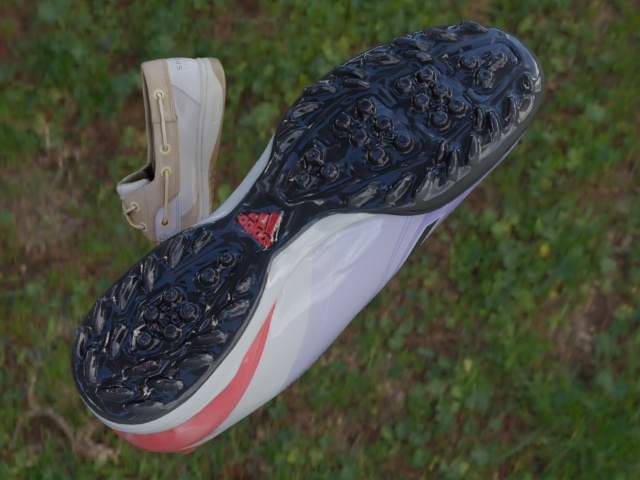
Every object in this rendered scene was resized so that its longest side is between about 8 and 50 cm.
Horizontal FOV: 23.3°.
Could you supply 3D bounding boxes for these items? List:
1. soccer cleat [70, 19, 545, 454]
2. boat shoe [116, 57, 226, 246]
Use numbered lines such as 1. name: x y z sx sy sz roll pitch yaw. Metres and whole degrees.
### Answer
1. soccer cleat: 0.000 0.000 0.891 0.318 0.116 0.108 -42 64 -7
2. boat shoe: -0.098 -0.032 0.971 0.059 0.063 0.170 5 99 -14
